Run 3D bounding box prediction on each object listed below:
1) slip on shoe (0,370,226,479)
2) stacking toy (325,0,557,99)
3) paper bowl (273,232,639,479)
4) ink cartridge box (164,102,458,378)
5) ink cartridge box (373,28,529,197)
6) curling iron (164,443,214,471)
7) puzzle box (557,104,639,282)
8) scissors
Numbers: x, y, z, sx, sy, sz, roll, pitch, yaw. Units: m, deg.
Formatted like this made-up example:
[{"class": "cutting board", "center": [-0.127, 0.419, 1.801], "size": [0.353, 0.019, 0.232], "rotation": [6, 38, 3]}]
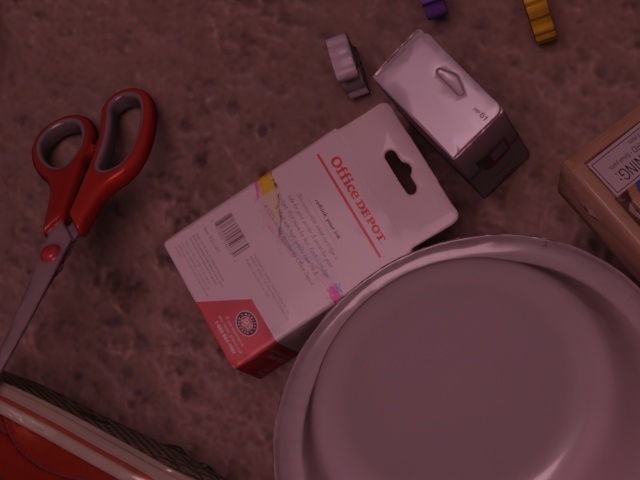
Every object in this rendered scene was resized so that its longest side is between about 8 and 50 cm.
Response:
[{"class": "slip on shoe", "center": [-0.218, 0.157, 1.259], "size": [0.331, 0.123, 0.101], "rotation": [23, 89, 28]}, {"class": "stacking toy", "center": [0.072, -0.229, 1.322], "size": [0.167, 0.052, 0.221], "rotation": [-18, 72, 9]}, {"class": "paper bowl", "center": [0.106, 0.126, 1.142], "size": [0.284, 0.148, 0.284], "rotation": [-8, 60, 15]}, {"class": "ink cartridge box", "center": [0.000, 0.000, 1.277], "size": [0.198, 0.067, 0.115], "rotation": [-33, 72, 8]}, {"class": "ink cartridge box", "center": [0.095, -0.089, 1.241], "size": [0.052, 0.122, 0.088], "rotation": [-44, 70, 2]}, {"class": "curling iron", "center": [-0.017, 0.195, 1.253], "size": [0.274, 0.035, 0.068], "rotation": [6, 80, 17]}, {"class": "puzzle box", "center": [0.397, -0.061, 1.139], "size": [0.409, 0.052, 0.272], "rotation": [-37, 71, -11]}, {"class": "scissors", "center": [-0.185, -0.004, 1.280], "size": [0.109, 0.021, 0.297], "rotation": [-12, 43, 17]}]
